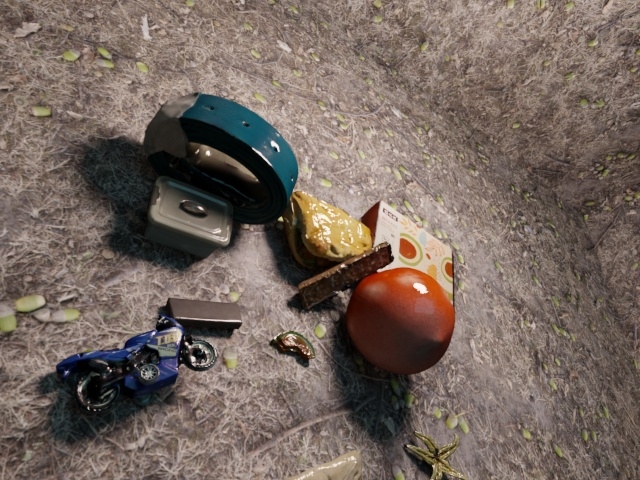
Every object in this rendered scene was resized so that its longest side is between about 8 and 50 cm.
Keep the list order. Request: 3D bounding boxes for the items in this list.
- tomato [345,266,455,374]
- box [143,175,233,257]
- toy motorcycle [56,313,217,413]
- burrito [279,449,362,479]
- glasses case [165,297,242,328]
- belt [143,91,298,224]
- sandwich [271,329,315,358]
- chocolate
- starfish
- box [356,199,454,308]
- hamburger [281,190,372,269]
[{"bbox_3d":[0.244,0.242,1.414,0.321,0.321,0.322,23,46,-26],"label":"tomato"},{"bbox_3d":[-0.355,-0.059,1.277,0.226,0.130,0.162,20,48,-27],"label":"box"},{"bbox_3d":[-0.385,0.253,1.023,0.315,0.113,0.169,-14,58,-37],"label":"toy motorcycle"},{"bbox_3d":[0.004,0.573,1.141,0.275,0.059,0.082,4,71,-39],"label":"burrito"},{"bbox_3d":[-0.292,0.187,1.203,0.190,0.042,0.072,11,45,-35],"label":"glasses case"},{"bbox_3d":[-0.272,-0.229,1.349,0.436,0.300,0.173,28,44,-16],"label":"belt"},{"bbox_3d":[-0.073,0.287,1.324,0.135,0.029,0.067,26,44,-23],"label":"sandwich"},{"bbox_3d":[0.078,0.099,1.455,0.329,0.103,0.065,-27,45,-14],"label":"chocolate"},{"bbox_3d":[0.340,0.647,1.383,0.223,0.050,0.217,36,46,4],"label":"starfish"},{"bbox_3d":[0.313,0.091,1.746,0.385,0.122,0.345,32,43,-17],"label":"box"},{"bbox_3d":[0.001,0.001,1.517,0.329,0.162,0.209,30,46,-23],"label":"hamburger"}]
